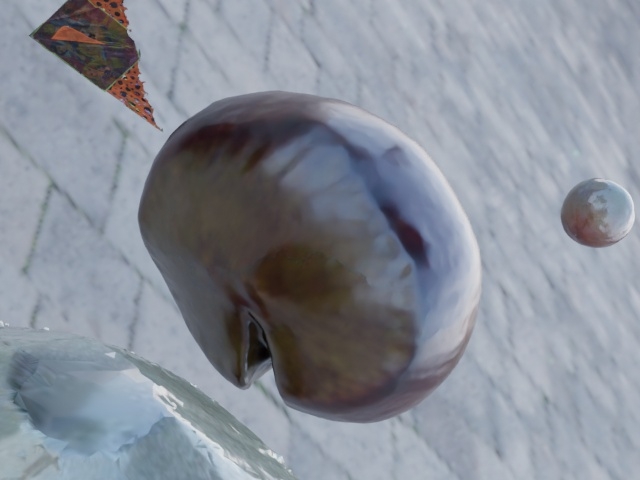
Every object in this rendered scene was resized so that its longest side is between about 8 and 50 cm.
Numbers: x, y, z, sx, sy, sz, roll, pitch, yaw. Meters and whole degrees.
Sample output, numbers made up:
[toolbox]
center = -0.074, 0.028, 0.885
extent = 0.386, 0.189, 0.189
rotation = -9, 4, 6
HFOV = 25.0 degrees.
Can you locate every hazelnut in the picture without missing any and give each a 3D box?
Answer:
[hazelnut]
center = 0.000, 0.000, 0.991
extent = 0.251, 0.217, 0.217
rotation = 37, 18, 13

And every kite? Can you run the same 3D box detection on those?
[kite]
center = -0.230, -0.194, 1.413
extent = 0.222, 0.125, 0.008
rotation = 81, 25, -46

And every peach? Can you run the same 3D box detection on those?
[peach]
center = 0.308, -0.029, 1.607
extent = 0.083, 0.083, 0.083
rotation = 47, 24, -29

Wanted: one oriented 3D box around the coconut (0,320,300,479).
[coconut]
center = -0.135, 0.179, 0.619
extent = 0.297, 0.309, 0.297
rotation = 18, 34, -13
